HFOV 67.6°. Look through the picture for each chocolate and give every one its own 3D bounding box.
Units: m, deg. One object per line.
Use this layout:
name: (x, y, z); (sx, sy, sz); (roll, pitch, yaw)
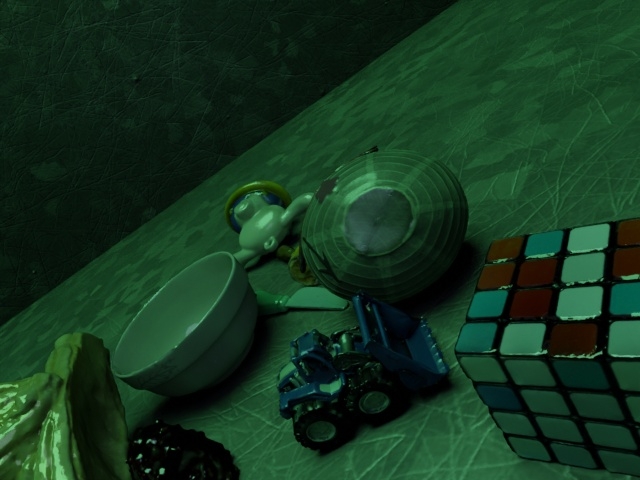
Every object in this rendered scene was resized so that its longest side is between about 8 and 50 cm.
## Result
chocolate: (-0.205, 0.304, 0.634); (0.156, 0.133, 0.156); (-30, 21, 13)
chocolate: (0.000, 0.000, 1.008); (0.085, 0.086, 0.219); (-21, 25, 29)

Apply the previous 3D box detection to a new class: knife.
knife: (-0.044, 0.114, 0.915); (0.260, 0.035, 0.063); (-8, 33, 38)

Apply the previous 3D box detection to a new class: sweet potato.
sweet potato: (-0.066, 0.030, 1.086); (0.041, 0.038, 0.153); (-44, 26, -29)

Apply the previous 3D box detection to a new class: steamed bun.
steamed bun: (-0.399, 0.282, 0.661); (0.189, 0.247, 0.428); (-25, 42, -13)

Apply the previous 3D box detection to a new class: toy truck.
toy truck: (0.041, 0.152, 0.598); (0.208, 0.126, 0.113); (-30, 24, 9)

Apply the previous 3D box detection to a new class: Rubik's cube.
Rubik's cube: (0.234, 0.092, 0.419); (0.155, 0.154, 0.151); (-13, 33, 42)

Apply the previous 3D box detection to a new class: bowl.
bowl: (-0.228, 0.171, 0.889); (0.286, 0.144, 0.287); (-30, 26, 16)

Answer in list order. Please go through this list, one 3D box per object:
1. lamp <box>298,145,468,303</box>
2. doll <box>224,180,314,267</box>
lamp: (0.093, -0.017, 0.738); (0.265, 0.233, 0.233); (-50, 24, 2)
doll: (-0.138, -0.074, 1.209); (0.310, 0.160, 0.243); (-29, 21, 24)
